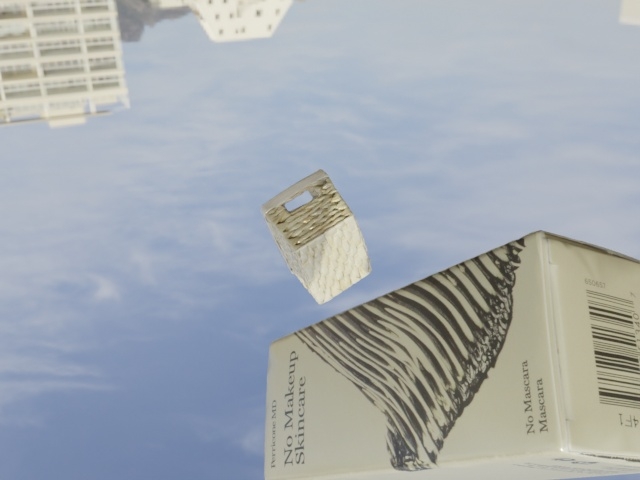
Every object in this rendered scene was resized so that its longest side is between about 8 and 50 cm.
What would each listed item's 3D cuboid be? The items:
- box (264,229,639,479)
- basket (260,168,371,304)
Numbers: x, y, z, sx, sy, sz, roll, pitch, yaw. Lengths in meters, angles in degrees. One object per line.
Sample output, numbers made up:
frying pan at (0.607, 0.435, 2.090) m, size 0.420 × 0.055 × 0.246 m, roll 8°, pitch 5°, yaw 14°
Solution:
box at (0.070, 0.092, 0.468) m, size 0.094 × 0.113 × 0.275 m, roll 14°, pitch 154°, yaw -30°
basket at (0.000, 0.000, 1.108) m, size 0.113 × 0.167 × 0.103 m, roll -33°, pitch -125°, yaw -8°
